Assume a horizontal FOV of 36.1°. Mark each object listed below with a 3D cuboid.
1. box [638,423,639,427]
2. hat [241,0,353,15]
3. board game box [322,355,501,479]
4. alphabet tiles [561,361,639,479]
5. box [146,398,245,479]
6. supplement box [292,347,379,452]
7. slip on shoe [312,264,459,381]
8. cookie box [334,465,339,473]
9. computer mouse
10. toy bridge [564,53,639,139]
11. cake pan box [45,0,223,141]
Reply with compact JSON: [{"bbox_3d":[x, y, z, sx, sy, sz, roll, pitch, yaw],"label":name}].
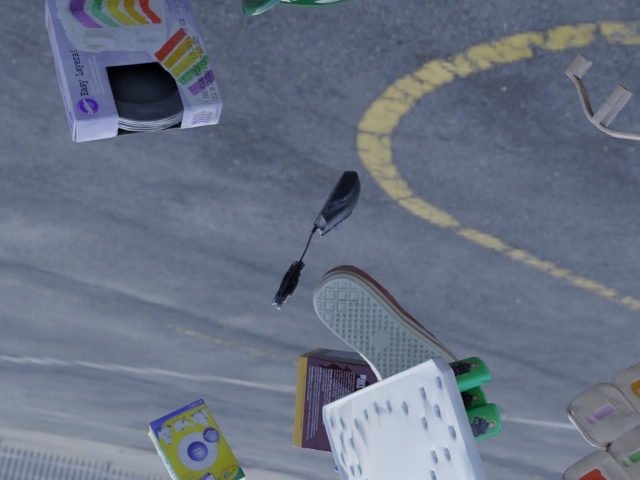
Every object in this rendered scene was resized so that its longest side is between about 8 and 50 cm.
[{"bbox_3d":[0.549,0.263,1.471,0.119,0.181,0.182,56,-176,-19],"label":"box"},{"bbox_3d":[0.046,-0.271,1.065,0.183,0.208,0.173,38,176,-27],"label":"hat"},{"bbox_3d":[0.124,0.324,0.950,0.050,0.390,0.390,-13,168,-18],"label":"board game box"},{"bbox_3d":[0.376,0.250,0.970,0.278,0.284,0.021,-18,149,-36],"label":"alphabet tiles"},{"bbox_3d":[-0.201,0.363,1.623,0.105,0.179,0.043,-23,159,-28],"label":"box"},{"bbox_3d":[0.061,0.335,2.031,0.194,0.191,0.129,5,-177,20],"label":"supplement box"},{"bbox_3d":[0.116,0.159,1.453,0.123,0.101,0.331,-40,104,16],"label":"slip on shoe"},{"bbox_3d":[0.084,0.309,1.358,0.040,0.092,0.107,44,166,-35],"label":"cookie box"},{"bbox_3d":[0.000,0.000,1.408,0.041,0.242,0.071,31,160,-4],"label":"computer mouse"},{"bbox_3d":[0.398,-0.183,1.343,0.026,0.063,0.188,13,-150,-47],"label":"toy bridge"},{"bbox_3d":[-0.310,-0.291,1.622,0.245,0.267,0.070,-10,155,-18],"label":"cake pan box"}]
